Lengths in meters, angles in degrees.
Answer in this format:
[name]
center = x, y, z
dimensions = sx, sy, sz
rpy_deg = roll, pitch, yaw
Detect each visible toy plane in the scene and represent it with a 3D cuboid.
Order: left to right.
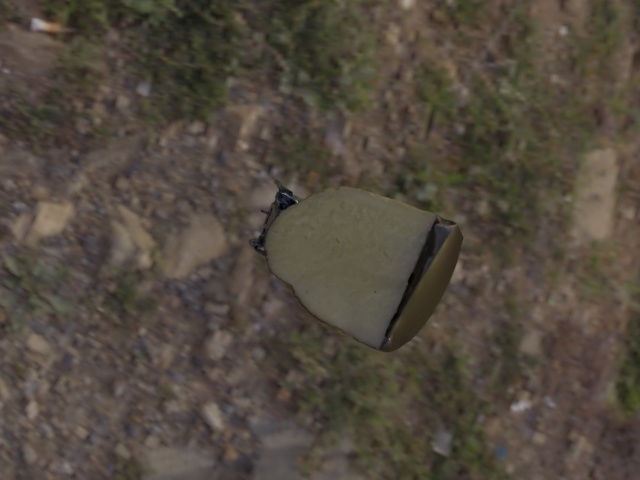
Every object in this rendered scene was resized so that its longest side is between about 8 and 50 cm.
[toy plane]
center = 0.000, 0.000, 1.387
dimensions = 0.096, 0.235, 0.060
rpy_deg = 22, 94, -12

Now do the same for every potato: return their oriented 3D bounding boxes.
[potato]
center = 0.022, 0.013, 1.055
dimensions = 0.096, 0.103, 0.066
rpy_deg = -57, 164, -12
